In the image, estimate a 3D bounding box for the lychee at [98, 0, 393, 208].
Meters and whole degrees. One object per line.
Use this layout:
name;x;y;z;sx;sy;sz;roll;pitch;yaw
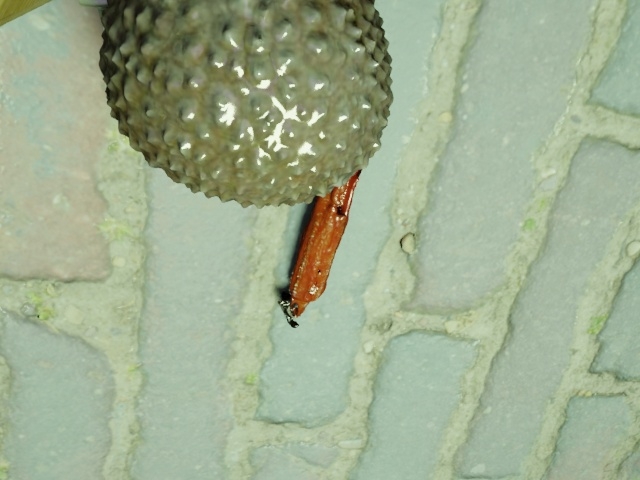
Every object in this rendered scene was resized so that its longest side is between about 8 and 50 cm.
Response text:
lychee;-0.062;-0.177;0.661;0.300;0.300;0.300;-6;120;-10

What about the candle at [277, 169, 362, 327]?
candle;0.000;0.000;0.909;0.059;0.084;0.302;26;122;10

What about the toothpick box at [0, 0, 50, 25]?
toothpick box;-0.235;-0.337;0.537;0.187;0.190;0.308;42;125;-15

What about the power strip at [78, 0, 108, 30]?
power strip;-0.235;-0.313;0.692;0.047;0.030;0.191;-6;120;-9
